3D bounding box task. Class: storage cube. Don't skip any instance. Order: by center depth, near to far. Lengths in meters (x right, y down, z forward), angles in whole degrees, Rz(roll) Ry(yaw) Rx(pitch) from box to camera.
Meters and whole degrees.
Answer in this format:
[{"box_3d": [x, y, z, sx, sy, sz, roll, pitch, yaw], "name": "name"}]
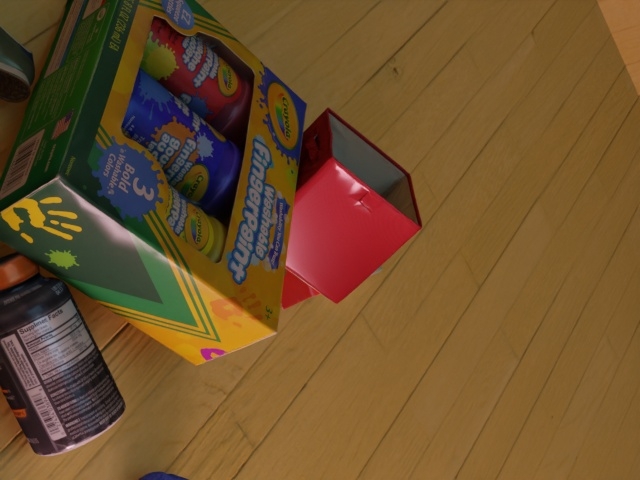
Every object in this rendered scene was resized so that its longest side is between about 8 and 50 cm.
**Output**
[{"box_3d": [0.021, -0.053, 1.560, 0.215, 0.193, 0.183, 37, 23, -23], "name": "storage cube"}]

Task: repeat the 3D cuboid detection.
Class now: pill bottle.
[{"box_3d": [-0.354, 0.136, 1.249, 0.130, 0.130, 0.245, -35, 107, -45], "name": "pill bottle"}]

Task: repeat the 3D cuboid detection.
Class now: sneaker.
[{"box_3d": [-0.457, -0.260, 1.284, 0.192, 0.064, 0.086, 32, 39, -27], "name": "sneaker"}]

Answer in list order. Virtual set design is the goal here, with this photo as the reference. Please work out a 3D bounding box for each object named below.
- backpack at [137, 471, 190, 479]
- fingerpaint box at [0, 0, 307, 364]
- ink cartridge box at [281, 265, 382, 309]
[{"box_3d": [-0.225, 0.377, 1.356, 0.101, 0.098, 0.120, 30, 61, -35], "name": "backpack"}, {"box_3d": [-0.208, -0.117, 1.361, 0.371, 0.163, 0.445, 40, 40, -34], "name": "fingerpaint box"}, {"box_3d": [0.000, 0.000, 1.710, 0.225, 0.056, 0.181, -23, 97, -48], "name": "ink cartridge box"}]
